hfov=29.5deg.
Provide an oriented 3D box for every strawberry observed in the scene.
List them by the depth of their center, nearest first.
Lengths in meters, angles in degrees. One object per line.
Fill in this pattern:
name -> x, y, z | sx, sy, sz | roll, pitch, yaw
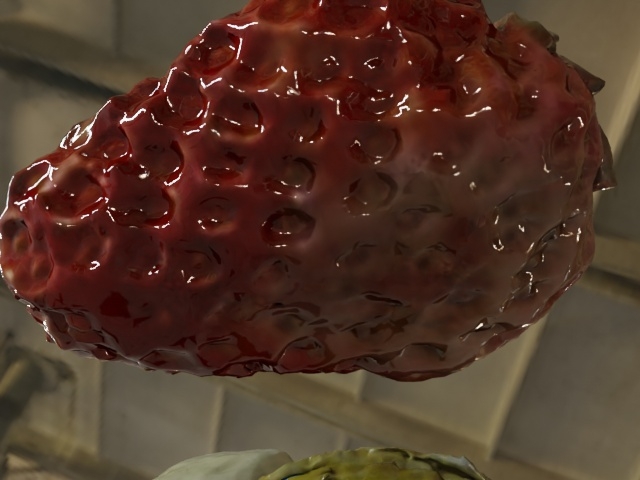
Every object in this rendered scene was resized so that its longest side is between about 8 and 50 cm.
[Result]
strawberry -> 0.000, 0.000, 0.668 | 0.336, 0.149, 0.265 | -17, -39, -9

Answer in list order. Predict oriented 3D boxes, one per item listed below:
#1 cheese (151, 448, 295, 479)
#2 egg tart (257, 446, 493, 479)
cheese -> -0.101, 0.386, 1.350 | 0.326, 0.115, 0.318 | 2, -79, 16
egg tart -> 0.044, 0.335, 0.974 | 0.388, 0.388, 0.169 | 17, -26, 13
